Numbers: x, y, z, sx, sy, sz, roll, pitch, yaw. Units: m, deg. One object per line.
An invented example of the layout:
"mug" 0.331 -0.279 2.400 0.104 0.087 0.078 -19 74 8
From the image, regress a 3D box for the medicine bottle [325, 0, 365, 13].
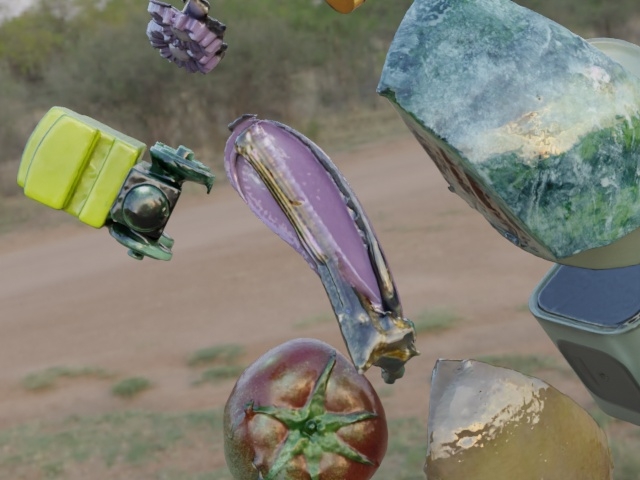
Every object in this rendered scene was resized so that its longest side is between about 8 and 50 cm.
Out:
"medicine bottle" 0.090 -0.514 2.309 0.192 0.096 0.096 -42 23 -26

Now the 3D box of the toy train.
"toy train" -0.316 -0.095 1.877 0.272 0.179 0.442 26 2 -8

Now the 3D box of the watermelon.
"watermelon" 0.233 -0.124 1.468 0.228 0.387 0.258 -54 4 -10

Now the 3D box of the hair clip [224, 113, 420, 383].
"hair clip" 0.002 -0.001 1.411 0.095 0.359 0.110 -23 -15 -21

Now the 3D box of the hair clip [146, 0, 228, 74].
"hair clip" -0.160 -0.262 1.511 0.106 0.084 0.292 33 -3 -6

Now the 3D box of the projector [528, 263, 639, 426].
"projector" 0.515 0.125 1.923 0.248 0.249 0.248 -47 28 -17

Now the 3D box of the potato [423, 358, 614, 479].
"potato" 0.202 0.260 1.233 0.189 0.211 0.264 4 -32 10

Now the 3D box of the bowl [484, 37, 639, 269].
"bowl" 0.382 -0.154 1.695 0.354 0.354 0.185 -10 -37 -6

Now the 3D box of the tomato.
"tomato" -0.028 0.336 2.229 0.303 0.303 0.239 -10 -4 -7
